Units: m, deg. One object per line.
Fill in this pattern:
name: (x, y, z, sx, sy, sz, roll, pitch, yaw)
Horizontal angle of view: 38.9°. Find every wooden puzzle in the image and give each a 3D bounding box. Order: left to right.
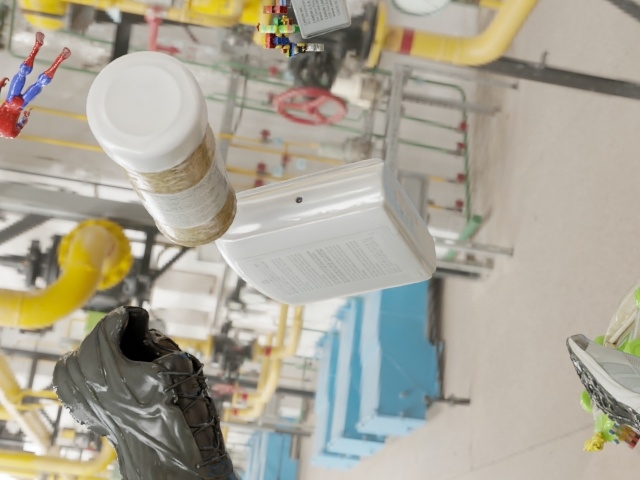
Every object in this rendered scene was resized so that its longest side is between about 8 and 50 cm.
wooden puzzle: (0.535, 0.339, 1.592, 0.083, 0.049, 0.006, -28, -33, -50)

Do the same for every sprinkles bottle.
sprinkles bottle: (-0.177, -0.093, 1.091, 0.355, 0.121, 0.121, 85, -169, -74)

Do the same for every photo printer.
photo printer: (0.000, 0.000, 1.428, 0.256, 0.307, 0.107, 48, -145, -50)

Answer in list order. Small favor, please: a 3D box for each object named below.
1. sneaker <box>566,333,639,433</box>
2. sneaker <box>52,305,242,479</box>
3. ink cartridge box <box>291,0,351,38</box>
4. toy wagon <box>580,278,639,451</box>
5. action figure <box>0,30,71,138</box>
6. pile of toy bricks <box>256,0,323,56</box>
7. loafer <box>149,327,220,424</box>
sneaker: (0.440, 0.201, 1.237, 0.100, 0.108, 0.271, 58, 171, -33)
sneaker: (-0.153, 0.186, 0.919, 0.130, 0.286, 0.109, -51, -16, 18)
ink cartridge box: (-0.037, -0.393, 0.951, 0.239, 0.060, 0.275, -100, -6, -46)
toy wagon: (0.567, 0.246, 1.714, 0.267, 0.068, 0.345, 97, -167, -61)
action figure: (-0.619, -0.319, 1.895, 0.280, 0.091, 0.139, -48, 27, 24)
pile of toy bricks: (-0.085, -0.453, 1.944, 0.212, 0.105, 0.118, -19, -68, -60)
loafer: (-0.196, 0.204, 1.287, 0.080, 0.078, 0.220, -57, -39, -27)
